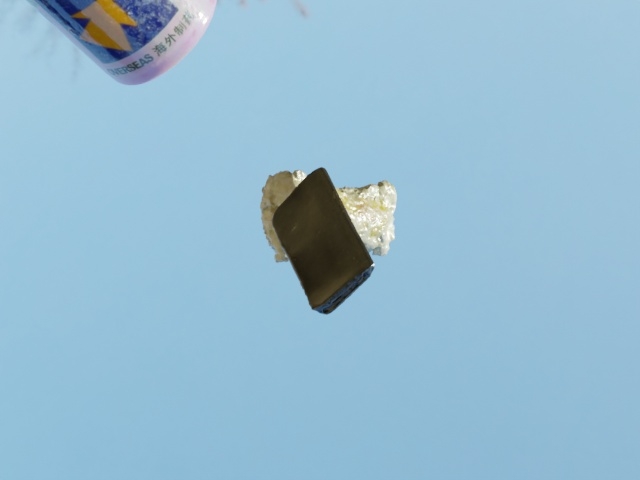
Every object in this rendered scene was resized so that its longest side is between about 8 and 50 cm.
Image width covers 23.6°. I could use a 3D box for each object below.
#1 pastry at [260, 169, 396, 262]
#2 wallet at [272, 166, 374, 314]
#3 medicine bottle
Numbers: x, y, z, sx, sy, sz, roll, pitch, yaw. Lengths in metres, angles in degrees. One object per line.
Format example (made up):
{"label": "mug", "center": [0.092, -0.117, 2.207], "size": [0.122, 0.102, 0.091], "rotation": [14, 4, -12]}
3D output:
{"label": "pastry", "center": [0.013, -0.035, 2.078], "size": [0.089, 0.122, 0.258], "rotation": [9, -174, 33]}
{"label": "wallet", "center": [0.000, 0.000, 1.510], "size": [0.082, 0.018, 0.157], "rotation": [-45, -137, 17]}
{"label": "medicine bottle", "center": [-0.277, -0.337, 1.831], "size": [0.178, 0.290, 0.178], "rotation": [-25, -137, 26]}
